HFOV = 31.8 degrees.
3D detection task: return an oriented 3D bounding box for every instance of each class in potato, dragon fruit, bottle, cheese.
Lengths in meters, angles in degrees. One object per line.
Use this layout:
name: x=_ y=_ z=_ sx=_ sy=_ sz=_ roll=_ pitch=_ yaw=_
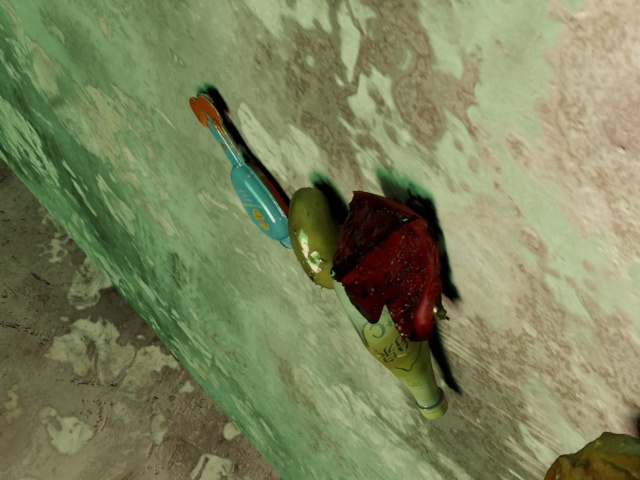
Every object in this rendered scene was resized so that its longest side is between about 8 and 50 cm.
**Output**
potato: x=0.000 y=0.000 z=1.384 sx=0.138 sy=0.070 sz=0.091 roll=59 pitch=-162 yaw=-13
dragon fruit: x=0.091 y=0.044 z=1.222 sx=0.092 sy=0.122 sz=0.192 roll=-1 pitch=131 yaw=27
bottle: x=0.095 y=0.122 z=1.382 sx=0.083 sy=0.083 sz=0.269 roll=27 pitch=150 yaw=51
cheese: x=-0.102 y=-0.092 z=1.524 sx=0.256 sy=0.037 sz=0.106 roll=60 pitch=159 yaw=-18

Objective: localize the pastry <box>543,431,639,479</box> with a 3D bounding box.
pastry: x=0.299 y=0.287 z=1.054 sx=0.100 sy=0.218 sz=0.229 roll=16 pitch=156 yaw=-35
